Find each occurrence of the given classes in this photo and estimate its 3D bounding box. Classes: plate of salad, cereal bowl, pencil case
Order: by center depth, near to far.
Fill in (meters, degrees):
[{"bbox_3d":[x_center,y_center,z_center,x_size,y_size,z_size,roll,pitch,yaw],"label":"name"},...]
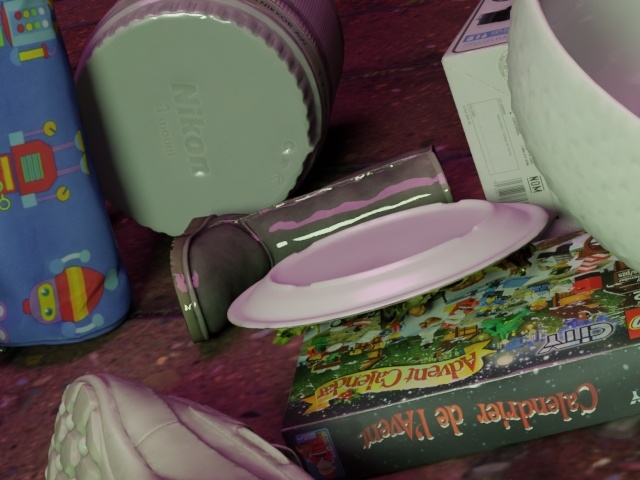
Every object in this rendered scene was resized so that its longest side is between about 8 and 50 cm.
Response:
[{"bbox_3d":[0.259,-0.060,0.746,0.339,0.141,0.339,4,41,-4],"label":"cereal bowl"},{"bbox_3d":[0.042,0.021,0.830,0.200,0.048,0.200,-17,10,3],"label":"plate of salad"},{"bbox_3d":[-0.234,-0.065,1.084,0.119,0.306,0.133,-14,13,-11],"label":"pencil case"}]

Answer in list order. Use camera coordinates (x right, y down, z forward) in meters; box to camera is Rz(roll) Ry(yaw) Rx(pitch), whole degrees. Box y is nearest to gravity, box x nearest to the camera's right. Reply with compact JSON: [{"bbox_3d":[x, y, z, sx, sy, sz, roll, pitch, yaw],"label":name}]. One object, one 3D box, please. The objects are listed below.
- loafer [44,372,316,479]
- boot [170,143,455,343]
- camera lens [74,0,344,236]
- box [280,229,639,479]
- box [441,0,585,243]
[{"bbox_3d":[-0.063,0.142,0.706,0.111,0.112,0.319,10,7,-26],"label":"loafer"},{"bbox_3d":[-0.001,-0.002,1.038,0.209,0.076,0.189,-10,24,7],"label":"boot"},{"bbox_3d":[-0.095,-0.145,1.245,0.219,0.219,0.274,-16,22,12],"label":"camera lens"},{"bbox_3d":[0.101,0.060,0.811,0.233,0.044,0.159,-15,21,13],"label":"box"},{"bbox_3d":[0.183,-0.117,0.997,0.087,0.169,0.290,-11,22,24],"label":"box"}]
